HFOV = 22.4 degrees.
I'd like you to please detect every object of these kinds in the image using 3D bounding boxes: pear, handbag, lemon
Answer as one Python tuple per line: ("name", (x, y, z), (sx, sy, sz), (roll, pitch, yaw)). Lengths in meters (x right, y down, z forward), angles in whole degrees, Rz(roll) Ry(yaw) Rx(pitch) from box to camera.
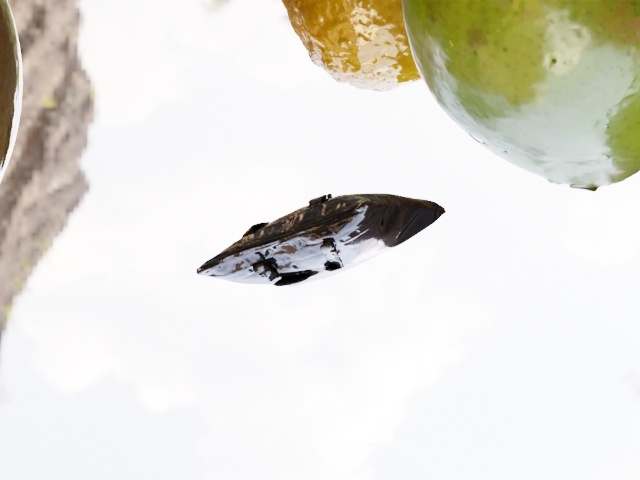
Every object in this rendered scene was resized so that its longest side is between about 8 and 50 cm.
("pear", (0.123, -0.144, 0.753), (0.188, 0.219, 0.187), (3, -141, -2))
("handbag", (0.000, 0.000, 1.953), (0.254, 0.088, 0.211), (-21, 169, 25))
("lemon", (0.038, -0.195, 1.178), (0.142, 0.187, 0.142), (-11, -147, 7))

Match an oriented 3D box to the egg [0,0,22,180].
("egg", (-0.332, -0.110, 1.015), (0.283, 0.351, 0.282), (3, -123, -4))
